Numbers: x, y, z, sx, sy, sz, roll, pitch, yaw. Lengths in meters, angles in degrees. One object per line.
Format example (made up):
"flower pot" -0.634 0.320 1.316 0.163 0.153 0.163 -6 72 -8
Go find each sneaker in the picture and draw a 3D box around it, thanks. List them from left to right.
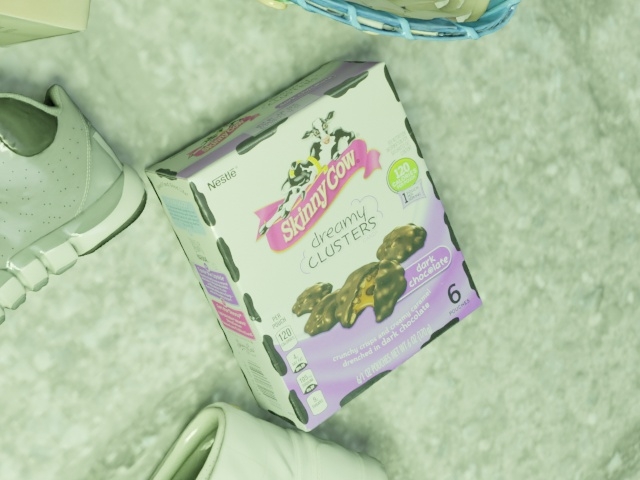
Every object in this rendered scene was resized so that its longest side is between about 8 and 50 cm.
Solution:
"sneaker" -0.219 -0.012 0.717 0.229 0.086 0.132 -42 111 -30
"sneaker" -0.079 0.255 0.825 0.169 0.108 0.292 28 73 -29

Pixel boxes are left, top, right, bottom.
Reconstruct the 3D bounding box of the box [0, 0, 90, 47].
"box" -0.191 -0.268 0.645 0.148 0.121 0.311 5 90 -36

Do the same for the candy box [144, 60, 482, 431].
"candy box" 0.000 0.000 0.846 0.165 0.070 0.196 -34 113 -23

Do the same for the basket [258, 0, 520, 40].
"basket" 0.055 -0.219 0.718 0.255 0.289 0.201 8 93 -30
